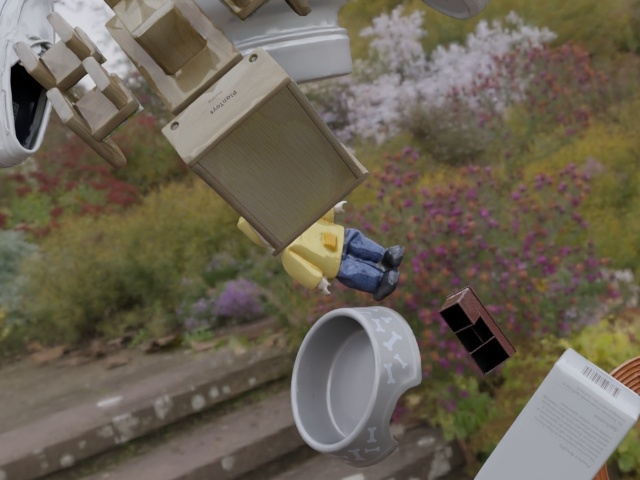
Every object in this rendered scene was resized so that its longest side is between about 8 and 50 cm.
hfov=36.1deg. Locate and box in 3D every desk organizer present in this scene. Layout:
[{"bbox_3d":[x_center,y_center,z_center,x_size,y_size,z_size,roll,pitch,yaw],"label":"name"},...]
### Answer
[{"bbox_3d":[0.242,0.141,1.520,0.047,0.130,0.050,-32,7,38],"label":"desk organizer"}]

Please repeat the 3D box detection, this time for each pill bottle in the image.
[{"bbox_3d":[-0.057,-0.313,0.980,0.176,0.318,0.176,-10,7,1],"label":"pill bottle"}]

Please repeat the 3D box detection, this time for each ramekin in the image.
[{"bbox_3d":[0.251,-0.521,1.903,0.109,0.207,0.207,-57,7,-4],"label":"ramekin"}]

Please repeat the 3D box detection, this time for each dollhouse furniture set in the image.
[{"bbox_3d":[-0.091,-0.128,0.825,0.212,0.242,0.161,-40,-34,2],"label":"dollhouse furniture set"}]

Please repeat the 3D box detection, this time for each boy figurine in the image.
[{"bbox_3d":[0.000,0.000,1.681,0.285,0.177,0.092,24,-25,-16],"label":"boy figurine"}]

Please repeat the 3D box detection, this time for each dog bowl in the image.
[{"bbox_3d":[0.062,0.303,2.091,0.102,0.348,0.349,16,-16,-33],"label":"dog bowl"}]

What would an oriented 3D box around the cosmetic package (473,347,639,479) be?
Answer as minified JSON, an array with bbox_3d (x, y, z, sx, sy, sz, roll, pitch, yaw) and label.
[{"bbox_3d":[0.286,0.263,1.217,0.231,0.117,0.085,-59,-17,20],"label":"cosmetic package"}]

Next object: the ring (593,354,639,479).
[{"bbox_3d":[0.569,0.352,1.621,0.337,0.336,0.032,-16,5,-18],"label":"ring"}]

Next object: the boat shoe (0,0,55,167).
[{"bbox_3d":[-0.366,-0.218,1.241,0.084,0.258,0.095,-8,-15,38],"label":"boat shoe"}]
